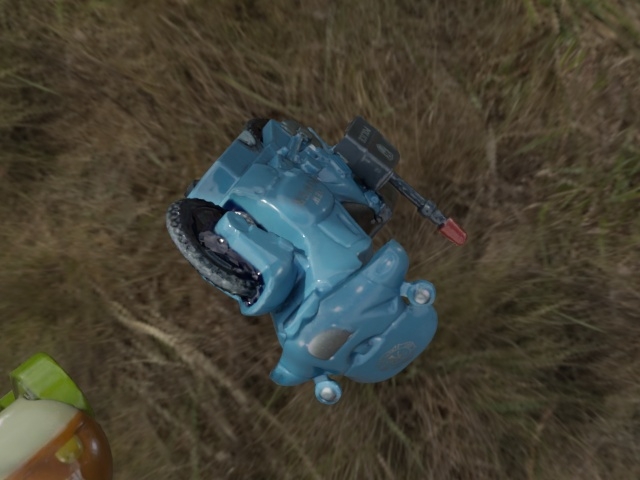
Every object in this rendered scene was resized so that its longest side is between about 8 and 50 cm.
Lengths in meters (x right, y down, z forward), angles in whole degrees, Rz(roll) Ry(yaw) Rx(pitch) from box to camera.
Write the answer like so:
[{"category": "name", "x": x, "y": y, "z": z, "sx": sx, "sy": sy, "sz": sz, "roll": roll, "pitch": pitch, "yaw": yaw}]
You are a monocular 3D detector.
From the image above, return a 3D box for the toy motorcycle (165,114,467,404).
[{"category": "toy motorcycle", "x": 0.000, "y": 0.000, "z": 0.859, "sx": 0.182, "sy": 0.272, "sz": 0.123, "roll": 39, "pitch": 114, "yaw": -6}]

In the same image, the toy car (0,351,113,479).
[{"category": "toy car", "x": -0.189, "y": 0.213, "z": 0.908, "sx": 0.145, "sy": 0.235, "sz": 0.235, "roll": -40, "pitch": 86, "yaw": -24}]
